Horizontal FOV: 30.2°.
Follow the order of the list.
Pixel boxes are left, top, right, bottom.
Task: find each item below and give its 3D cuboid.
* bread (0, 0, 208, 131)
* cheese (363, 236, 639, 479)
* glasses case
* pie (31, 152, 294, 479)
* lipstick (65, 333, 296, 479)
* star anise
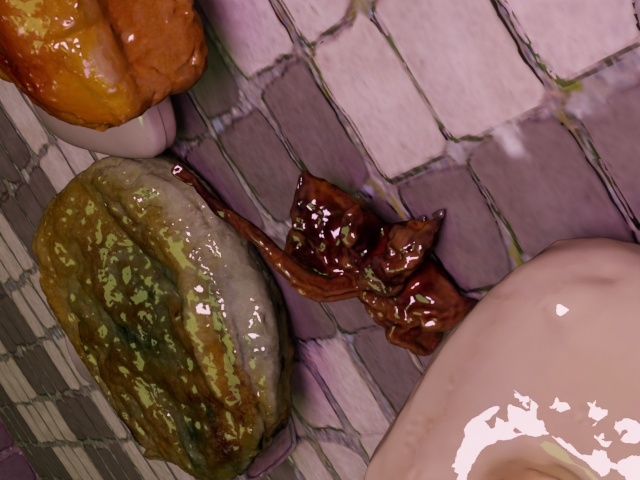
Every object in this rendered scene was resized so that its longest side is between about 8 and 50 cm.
[{"bbox_3d":[-0.204,-0.185,0.760,0.380,0.109,0.185,28,145,57],"label":"bread"},{"bbox_3d":[0.096,0.131,0.510,0.173,0.251,0.248,40,136,29],"label":"cheese"},{"bbox_3d":[-0.167,-0.107,0.873,0.204,0.051,0.081,19,135,52],"label":"glasses case"},{"bbox_3d":[-0.131,0.062,0.917,0.277,0.078,0.277,19,120,38],"label":"pie"},{"bbox_3d":[-0.127,0.129,1.062,0.253,0.079,0.077,22,138,44],"label":"lipstick"},{"bbox_3d":[0.000,0.000,0.673,0.190,0.070,0.097,33,160,18],"label":"star anise"}]
